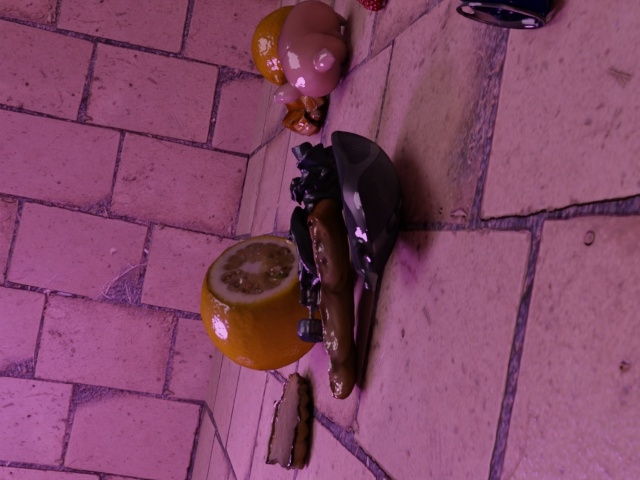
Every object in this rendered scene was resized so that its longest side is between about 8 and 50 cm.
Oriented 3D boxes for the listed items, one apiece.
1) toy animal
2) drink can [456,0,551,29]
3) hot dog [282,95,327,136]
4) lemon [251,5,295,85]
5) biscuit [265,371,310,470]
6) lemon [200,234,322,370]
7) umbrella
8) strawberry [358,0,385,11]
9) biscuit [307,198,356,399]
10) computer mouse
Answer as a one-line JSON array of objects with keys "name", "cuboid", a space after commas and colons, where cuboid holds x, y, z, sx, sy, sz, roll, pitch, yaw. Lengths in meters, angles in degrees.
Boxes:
[{"name": "toy animal", "cuboid": [-0.018, -0.416, 1.832, 0.166, 0.154, 0.250, 124, 153, -43]}, {"name": "drink can", "cuboid": [0.205, -0.339, 0.846, 0.097, 0.097, 0.235, -147, 69, -77]}, {"name": "hot dog", "cuboid": [-0.039, -0.309, 2.039, 0.269, 0.072, 0.109, -138, 61, -75]}, {"name": "lemon", "cuboid": [-0.081, -0.491, 2.128, 0.187, 0.186, 0.244, 120, 162, -58]}, {"name": "biscuit", "cuboid": [-0.058, 0.349, 1.633, 0.273, 0.036, 0.187, 144, 136, -74]}, {"name": "lemon", "cuboid": [-0.096, 0.128, 1.555, 0.240, 0.240, 0.219, -95, -6, -52]}, {"name": "umbrella", "cuboid": [0.003, 0.000, 1.428, 0.094, 0.143, 0.349, -28, 51, 51]}, {"name": "strawberry", "cuboid": [0.088, -0.464, 1.552, 0.073, 0.083, 0.073, -162, 90, -73]}, {"name": "biscuit", "cuboid": [0.025, 0.084, 1.298, 0.154, 0.045, 0.299, -26, -71, -79]}, {"name": "computer mouse", "cuboid": [0.073, -0.038, 1.168, 0.379, 0.090, 0.167, -94, -7, -59]}]
